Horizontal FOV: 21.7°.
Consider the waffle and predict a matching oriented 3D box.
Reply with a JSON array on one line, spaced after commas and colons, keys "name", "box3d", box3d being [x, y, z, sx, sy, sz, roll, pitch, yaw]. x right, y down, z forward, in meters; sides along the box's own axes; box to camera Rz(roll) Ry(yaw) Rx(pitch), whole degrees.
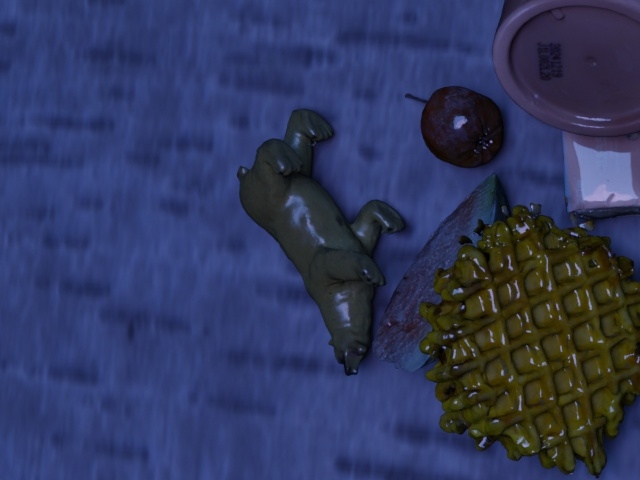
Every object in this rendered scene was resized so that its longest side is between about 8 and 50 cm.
[{"name": "waffle", "box3d": [0.169, 0.073, 1.292, 0.193, 0.070, 0.197, 18, 83, -20]}]

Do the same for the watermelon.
[{"name": "watermelon", "box3d": [0.110, 0.033, 1.367, 0.094, 0.081, 0.180, 31, 79, 37]}]

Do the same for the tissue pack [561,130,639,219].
[{"name": "tissue pack", "box3d": [0.231, -0.065, 1.332, 0.074, 0.059, 0.094, -6, 81, 16]}]

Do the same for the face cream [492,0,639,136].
[{"name": "face cream", "box3d": [0.211, -0.164, 1.259, 0.149, 0.149, 0.104, 2, 50, 21]}]

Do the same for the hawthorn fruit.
[{"name": "hawthorn fruit", "box3d": [0.108, -0.103, 1.392, 0.067, 0.067, 0.103, -51, 43, 9]}]

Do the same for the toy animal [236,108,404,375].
[{"name": "toy animal", "box3d": [0.000, 0.000, 1.406, 0.219, 0.103, 0.101, 52, 122, 16]}]
